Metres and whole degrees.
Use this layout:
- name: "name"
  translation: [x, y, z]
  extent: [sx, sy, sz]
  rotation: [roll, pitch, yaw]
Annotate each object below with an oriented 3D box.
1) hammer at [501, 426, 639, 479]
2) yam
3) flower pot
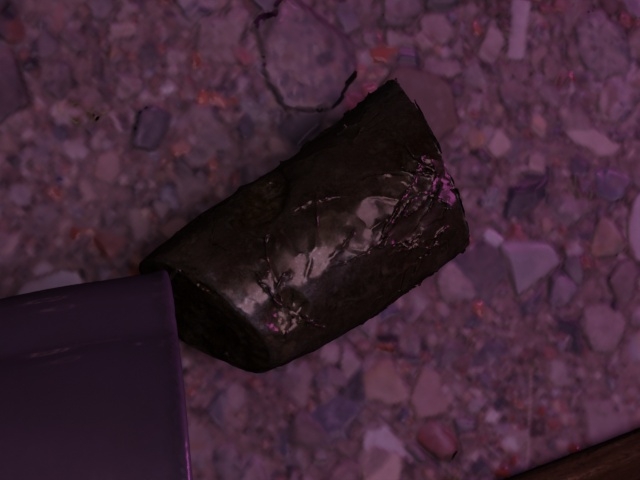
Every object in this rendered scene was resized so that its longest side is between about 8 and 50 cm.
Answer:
- name: "hammer"
  translation: [0.094, 0.157, 1.073]
  extent: [0.365, 0.043, 0.111]
  rotation: [-17, 93, -24]
- name: "yam"
  translation: [0.000, 0.000, 1.005]
  extent: [0.183, 0.107, 0.107]
  rotation: [-33, 100, -17]
- name: "flower pot"
  translation: [-0.177, 0.158, 0.862]
  extent: [0.243, 0.265, 0.265]
  rotation: [-6, 91, -5]
